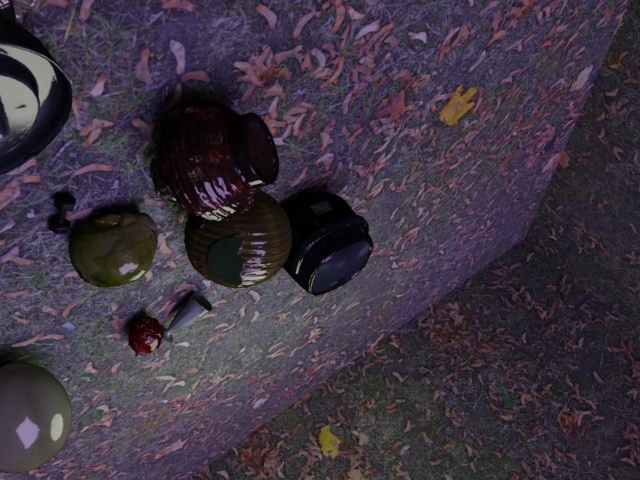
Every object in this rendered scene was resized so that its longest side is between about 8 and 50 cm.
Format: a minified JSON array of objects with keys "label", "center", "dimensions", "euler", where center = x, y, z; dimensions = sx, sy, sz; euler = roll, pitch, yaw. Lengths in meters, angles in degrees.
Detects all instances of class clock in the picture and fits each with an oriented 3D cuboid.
[{"label":"clock","center":[-0.492,-0.172,0.735],"dimensions":[0.313,0.061,0.312],"euler":[-34,171,-6]}]

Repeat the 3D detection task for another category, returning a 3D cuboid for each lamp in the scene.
[{"label":"lamp","center":[-0.208,-0.150,1.054],"dimensions":[0.247,0.247,0.246],"euler":[-30,151,-18]},{"label":"lamp","center":[-0.181,-0.031,1.247],"dimensions":[0.250,0.250,0.284],"euler":[-10,120,-43]}]

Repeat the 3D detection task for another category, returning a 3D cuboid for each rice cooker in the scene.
[{"label":"rice cooker","center":[0.000,0.000,1.526],"dimensions":[0.267,0.224,0.267],"euler":[-28,151,-17]}]

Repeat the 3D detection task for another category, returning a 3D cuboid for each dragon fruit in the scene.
[{"label":"dragon fruit","center":[-0.481,0.278,1.502],"dimensions":[0.094,0.094,0.190],"euler":[-18,153,-35]}]

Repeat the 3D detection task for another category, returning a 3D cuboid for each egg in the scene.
[{"label":"egg","center":[-0.702,0.408,1.285],"dimensions":[0.219,0.218,0.295],"euler":[-18,136,-35]}]

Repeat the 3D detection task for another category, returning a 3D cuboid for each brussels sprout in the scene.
[{"label":"brussels sprout","center":[-0.420,0.023,1.143],"dimensions":[0.183,0.145,0.131],"euler":[-18,173,-25]}]

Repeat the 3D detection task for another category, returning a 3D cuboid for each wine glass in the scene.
[{"label":"wine glass","center":[-0.386,0.217,1.551],"dimensions":[0.155,0.073,0.073],"euler":[-39,153,8]}]

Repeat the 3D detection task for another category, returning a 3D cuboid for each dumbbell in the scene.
[{"label":"dumbbell","center":[-0.492,-0.050,1.045],"dimensions":[0.036,0.040,0.083],"euler":[17,125,-21]}]

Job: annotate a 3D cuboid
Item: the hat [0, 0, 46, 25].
[{"label":"hat","center":[-0.393,-0.361,0.677],"dimensions":[0.123,0.081,0.166],"euler":[-7,144,23]}]
